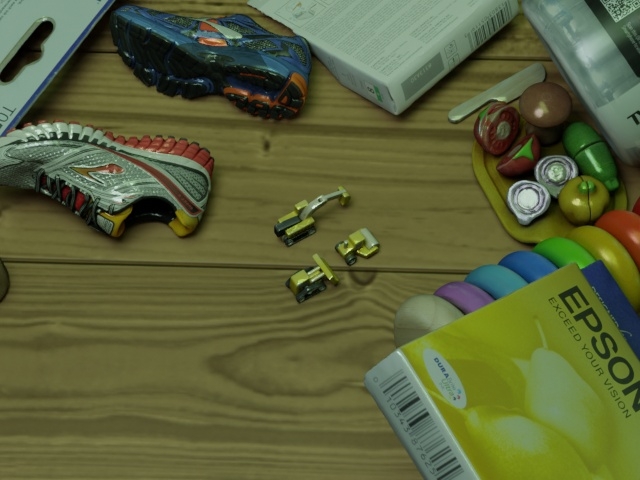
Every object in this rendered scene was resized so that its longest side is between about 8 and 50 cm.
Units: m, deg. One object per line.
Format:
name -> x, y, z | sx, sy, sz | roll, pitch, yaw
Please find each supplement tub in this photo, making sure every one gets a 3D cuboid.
supplement tub -> 0.376, -0.238, 1.687 | 0.338, 0.207, 0.207 | -34, 62, 8

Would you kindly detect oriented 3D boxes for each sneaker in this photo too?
sneaker -> -0.214, -0.056, 1.719 | 0.225, 0.088, 0.093 | 6, 67, -8
sneaker -> -0.109, -0.191, 1.822 | 0.221, 0.083, 0.087 | 20, 49, 8

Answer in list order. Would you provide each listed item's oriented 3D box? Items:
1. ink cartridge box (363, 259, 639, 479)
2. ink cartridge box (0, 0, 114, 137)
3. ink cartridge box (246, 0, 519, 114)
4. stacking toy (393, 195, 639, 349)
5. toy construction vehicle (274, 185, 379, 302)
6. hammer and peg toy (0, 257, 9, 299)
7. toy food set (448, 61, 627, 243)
ink cartridge box -> 0.228, 0.173, 1.439 | 0.307, 0.072, 0.303 | -24, 77, -37
ink cartridge box -> -0.396, -0.227, 1.855 | 0.330, 0.071, 0.324 | 28, 66, 14
ink cartridge box -> 0.062, -0.238, 1.859 | 0.181, 0.056, 0.225 | -41, 47, -18
stacking toy -> 0.232, 0.043, 1.642 | 0.330, 0.141, 0.141 | -30, 63, -22
toy construction vehicle -> 0.000, 0.000, 1.720 | 0.098, 0.035, 0.086 | -27, 62, -12
hammer and peg toy -> -0.474, 0.086, 1.642 | 0.361, 0.127, 0.266 | -5, 60, 0
toy food set -> 0.212, -0.089, 1.740 | 0.128, 0.071, 0.218 | -23, 61, -10
